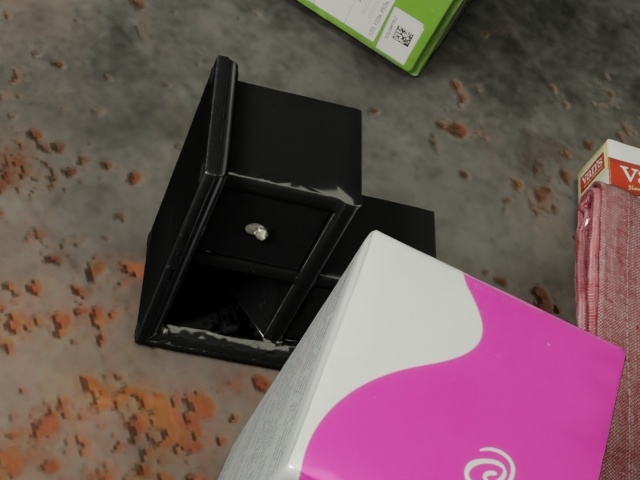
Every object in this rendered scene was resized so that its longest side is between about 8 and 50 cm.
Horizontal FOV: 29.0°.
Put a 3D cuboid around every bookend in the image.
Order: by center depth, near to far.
[{"bbox_3d":[0.000,0.000,0.629,0.157,0.156,0.072,12,54,-15],"label":"bookend"}]

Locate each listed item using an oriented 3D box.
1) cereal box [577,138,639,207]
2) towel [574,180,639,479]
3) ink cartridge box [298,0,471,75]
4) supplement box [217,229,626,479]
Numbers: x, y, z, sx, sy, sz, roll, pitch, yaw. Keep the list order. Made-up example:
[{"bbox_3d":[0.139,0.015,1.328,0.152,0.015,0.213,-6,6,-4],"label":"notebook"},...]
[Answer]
[{"bbox_3d":[0.244,0.061,0.751,0.173,0.047,0.240,15,53,-13],"label":"cereal box"},{"bbox_3d":[0.283,0.115,0.679,0.329,0.037,0.237,21,51,-11],"label":"towel"},{"bbox_3d":[0.013,-0.258,0.848,0.255,0.097,0.189,33,52,1],"label":"ink cartridge box"},{"bbox_3d":[0.019,0.112,0.518,0.111,0.220,0.114,25,52,-3],"label":"supplement box"}]
